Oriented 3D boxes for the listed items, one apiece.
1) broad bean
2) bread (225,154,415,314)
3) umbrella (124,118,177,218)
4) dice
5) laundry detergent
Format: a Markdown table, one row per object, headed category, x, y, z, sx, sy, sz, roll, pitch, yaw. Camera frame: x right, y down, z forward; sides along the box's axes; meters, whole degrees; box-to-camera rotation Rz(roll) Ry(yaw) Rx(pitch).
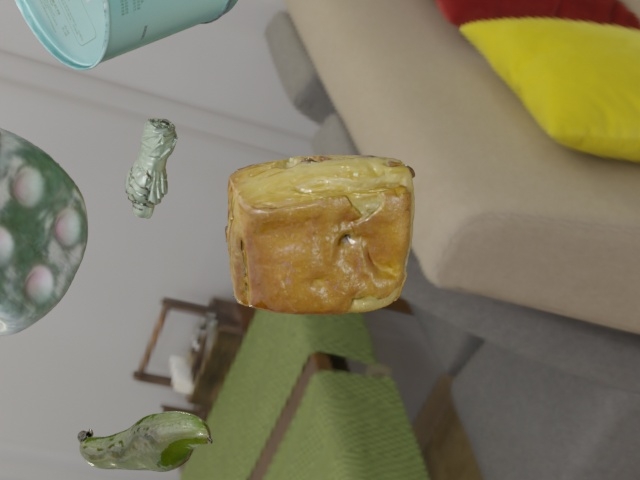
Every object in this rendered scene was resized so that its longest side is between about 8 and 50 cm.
| category | x | y | z | sx | sy | sz | roll | pitch | yaw |
| --- | --- | --- | --- | --- | --- | --- | --- | --- | --- |
| broad bean | -0.255 | 0.280 | 1.412 | 0.325 | 0.067 | 0.075 | -14 | 64 | 41 |
| bread | 0.000 | 0.000 | 1.283 | 0.099 | 0.235 | 0.210 | -107 | 17 | -58 |
| umbrella | -0.229 | -0.097 | 1.396 | 0.067 | 0.062 | 0.143 | 29 | 113 | 32 |
| dice | -0.699 | -0.026 | 2.058 | 0.331 | 0.348 | 0.328 | 5 | 59 | 26 |
| laundry detergent | -0.279 | -0.439 | 1.546 | 0.287 | 0.305 | 0.287 | 32 | 138 | 34 |
